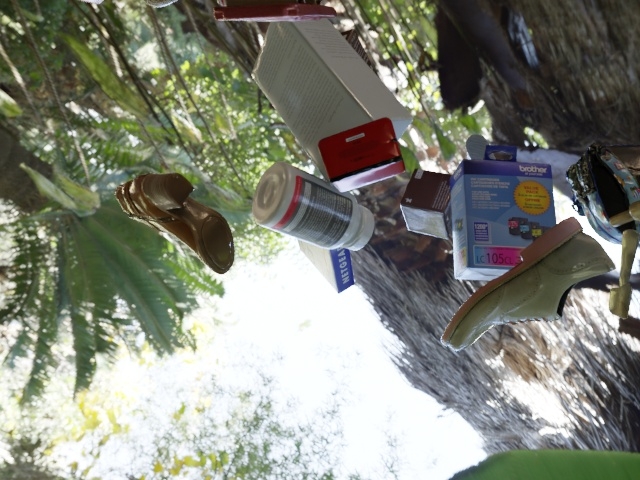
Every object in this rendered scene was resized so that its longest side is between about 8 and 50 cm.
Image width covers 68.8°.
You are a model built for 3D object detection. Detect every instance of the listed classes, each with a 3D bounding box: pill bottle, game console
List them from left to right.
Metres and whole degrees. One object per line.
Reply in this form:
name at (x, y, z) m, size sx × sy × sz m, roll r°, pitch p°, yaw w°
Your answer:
pill bottle at (-0.010, -0.078, 1.271) m, size 0.176 × 0.318 × 0.176 m, roll -30°, pitch -130°, yaw 44°
game console at (0.083, -0.162, 0.906) m, size 0.144 × 0.124 × 0.085 m, roll -17°, pitch -164°, yaw 12°

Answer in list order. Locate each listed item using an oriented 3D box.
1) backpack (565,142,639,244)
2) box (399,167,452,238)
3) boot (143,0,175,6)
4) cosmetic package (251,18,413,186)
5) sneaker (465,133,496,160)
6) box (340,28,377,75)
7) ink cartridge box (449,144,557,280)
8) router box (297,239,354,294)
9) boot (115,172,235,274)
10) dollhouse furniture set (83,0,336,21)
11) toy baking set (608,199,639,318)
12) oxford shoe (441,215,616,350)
backpack at (0.510, -0.067, 0.776) m, size 0.158 × 0.117 × 0.173 m, roll -4°, pitch -111°, yaw -4°
box at (0.418, -0.135, 1.754) m, size 0.167 × 0.203 × 0.168 m, roll 16°, pitch -110°, yaw 28°
boot at (-0.276, -0.515, 0.889) m, size 0.207 × 0.090 × 0.248 m, roll 6°, pitch -114°, yaw 61°
cosmetic package at (0.014, -0.393, 1.257) m, size 0.453 × 0.161 × 0.230 m, roll 57°, pitch -42°, yaw 21°
sneaker at (0.598, -0.246, 1.682) m, size 0.102 × 0.282 × 0.161 m, roll -16°, pitch -177°, yaw 15°
box at (0.134, -0.570, 1.780) m, size 0.143 × 0.381 × 0.191 m, roll -7°, pitch -133°, yaw 32°
ink cartridge box at (0.534, -0.085, 1.385) m, size 0.270 × 0.151 × 0.396 m, roll 3°, pitch -109°, yaw -1°
router box at (0.000, 0.000, 1.799) m, size 0.082 × 0.335 × 0.301 m, roll -30°, pitch -129°, yaw -16°
boot at (-0.344, -0.033, 1.095) m, size 0.220 × 0.283 × 0.109 m, roll -3°, pitch -134°, yaw 38°
dollhouse furniture set at (-0.178, -0.382, 0.581) m, size 0.374 × 0.201 × 0.152 m, roll 6°, pitch -154°, yaw 15°
toy baking set at (0.487, 0.027, 0.640) m, size 0.030 × 0.197 × 0.256 m, roll -10°, pitch 169°, yaw -25°
oxford shoe at (0.418, 0.133, 0.985) m, size 0.146 × 0.140 × 0.397 m, roll 52°, pitch -56°, yaw 21°
